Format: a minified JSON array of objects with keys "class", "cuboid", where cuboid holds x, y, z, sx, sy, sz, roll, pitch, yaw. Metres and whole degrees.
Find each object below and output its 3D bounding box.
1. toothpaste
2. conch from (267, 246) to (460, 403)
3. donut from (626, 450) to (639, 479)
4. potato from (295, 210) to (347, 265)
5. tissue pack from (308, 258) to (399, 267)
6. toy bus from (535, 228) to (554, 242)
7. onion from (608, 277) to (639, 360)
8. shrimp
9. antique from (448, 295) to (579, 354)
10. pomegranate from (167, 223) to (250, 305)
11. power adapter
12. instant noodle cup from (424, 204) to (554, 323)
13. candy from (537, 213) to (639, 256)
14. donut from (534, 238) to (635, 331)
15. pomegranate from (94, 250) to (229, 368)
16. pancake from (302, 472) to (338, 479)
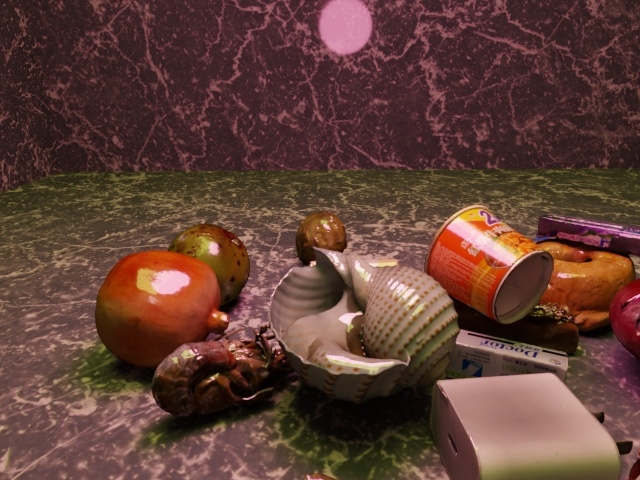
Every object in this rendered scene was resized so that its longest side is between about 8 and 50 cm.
[{"class":"toothpaste","cuboid":[0.286,0.226,0.906,0.336,0.081,0.067,9,19,26]},{"class":"conch","cuboid":[0.070,0.162,0.832,0.303,0.215,0.319,-29,35,-29]},{"class":"donut","cuboid":[0.525,0.331,0.563,0.269,0.103,0.270,1,19,0]},{"class":"potato","cuboid":[0.000,0.000,1.463,0.141,0.176,0.298,2,-5,-11]},{"class":"tissue pack","cuboid":[0.076,0.102,1.169,0.222,0.090,0.186,0,-15,-1]},{"class":"toy bus","cuboid":[0.742,0.010,1.422,0.116,0.134,0.234,17,21,41]},{"class":"onion","cuboid":[0.722,0.143,0.829,0.347,0.286,0.347,10,16,-3]},{"class":"shrimp","cuboid":[-0.138,0.221,0.857,0.343,0.145,0.116,-5,3,-40]},{"class":"antique","cuboid":[0.388,0.180,1.015,0.309,0.093,0.087,2,20,8]},{"class":"pomegranate","cuboid":[-0.325,0.071,1.206,0.285,0.231,0.231,-13,17,12]},{"class":"power adapter","cuboid":[0.307,0.286,0.674,0.255,0.124,0.187,-2,21,-5]},{"class":"instant noodle cup","cuboid":[0.345,0.057,0.947,0.213,0.213,0.174,-12,32,-28]},{"class":"candy","cuboid":[0.699,-0.013,1.151,0.088,0.061,0.312,-9,18,-38]},{"class":"donut","cuboid":[0.616,0.098,1.159,0.299,0.150,0.317,4,20,19]},{"class":"pomegranate","cuboid":[-0.315,0.141,0.968,0.270,0.229,0.252,9,12,1]},{"class":"pancake","cuboid":[-0.034,0.383,0.545,0.288,0.033,0.286,2,20,10]}]
